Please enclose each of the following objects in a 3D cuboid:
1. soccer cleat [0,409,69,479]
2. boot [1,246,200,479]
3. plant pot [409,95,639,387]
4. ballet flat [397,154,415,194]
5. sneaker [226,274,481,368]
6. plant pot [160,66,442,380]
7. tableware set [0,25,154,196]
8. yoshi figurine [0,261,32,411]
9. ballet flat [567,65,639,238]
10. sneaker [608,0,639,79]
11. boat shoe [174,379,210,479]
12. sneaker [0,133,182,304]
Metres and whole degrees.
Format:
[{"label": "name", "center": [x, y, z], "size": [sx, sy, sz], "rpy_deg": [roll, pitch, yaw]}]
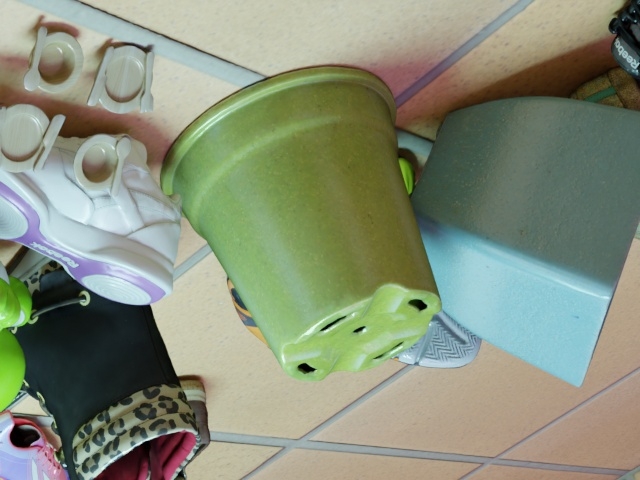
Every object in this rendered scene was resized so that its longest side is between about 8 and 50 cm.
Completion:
[{"label": "soccer cleat", "center": [-0.394, 0.292, 1.977], "size": [0.095, 0.083, 0.248], "rpy_deg": [-33, 150, 8]}, {"label": "boot", "center": [-0.283, 0.172, 1.603], "size": [0.138, 0.284, 0.377], "rpy_deg": [8, 139, -47]}, {"label": "plant pot", "center": [0.234, -0.023, 1.682], "size": [0.252, 0.247, 0.248], "rpy_deg": [20, 154, 12]}, {"label": "ballet flat", "center": [0.083, -0.015, 1.792], "size": [0.077, 0.077, 0.231], "rpy_deg": [-16, 153, -19]}, {"label": "sneaker", "center": [0.039, 0.091, 1.822], "size": [0.321, 0.125, 0.180], "rpy_deg": [21, 158, 2]}, {"label": "plant pot", "center": [0.000, 0.000, 1.553], "size": [0.276, 0.254, 0.276], "rpy_deg": [-19, 154, -10]}, {"label": "tableware set", "center": [-0.223, -0.119, 1.329], "size": [0.168, 0.020, 0.141], "rpy_deg": [11, 99, -45]}, {"label": "yoshi figurine", "center": [-0.384, 0.083, 1.385], "size": [0.203, 0.203, 0.362], "rpy_deg": [-64, 157, 0]}, {"label": "ballet flat", "center": [0.364, -0.093, 1.840], "size": [0.123, 0.123, 0.348], "rpy_deg": [-24, 148, 1]}, {"label": "sneaker", "center": [0.379, -0.243, 1.586], "size": [0.135, 0.098, 0.276], "rpy_deg": [-29, 155, 5]}, {"label": "boat shoe", "center": [-0.255, 0.335, 2.115], "size": [0.123, 0.123, 0.342], "rpy_deg": [2, 144, -41]}, {"label": "sneaker", "center": [-0.255, -0.058, 1.424], "size": [0.114, 0.152, 0.305], "rpy_deg": [-9, 146, 40]}]
